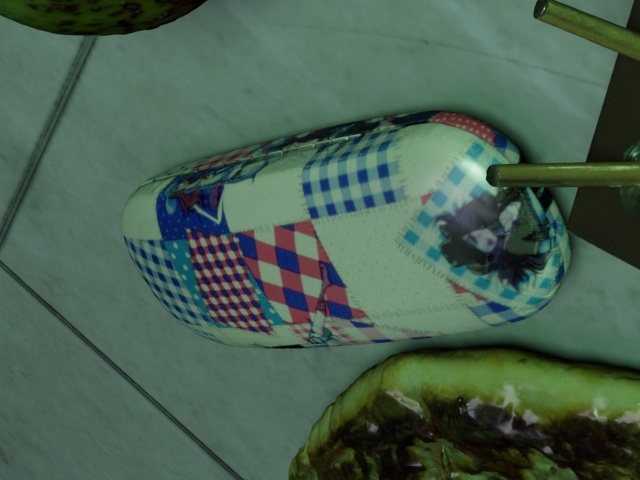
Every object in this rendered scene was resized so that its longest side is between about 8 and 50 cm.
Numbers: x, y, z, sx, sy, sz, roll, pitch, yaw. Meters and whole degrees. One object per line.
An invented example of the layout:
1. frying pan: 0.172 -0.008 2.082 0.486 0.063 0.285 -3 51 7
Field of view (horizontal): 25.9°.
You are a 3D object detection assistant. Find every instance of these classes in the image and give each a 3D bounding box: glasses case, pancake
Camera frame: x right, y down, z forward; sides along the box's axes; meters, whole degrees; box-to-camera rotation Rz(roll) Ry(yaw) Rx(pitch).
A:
1. glasses case: 0.000 0.000 0.818 0.327 0.076 0.125 -8 119 46
2. pancake: 0.157 0.169 0.876 0.305 0.067 0.427 39 144 -9

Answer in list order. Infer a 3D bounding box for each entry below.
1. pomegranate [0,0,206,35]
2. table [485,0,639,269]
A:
1. pomegranate: -0.098 -0.216 0.622 0.214 0.214 0.248 40 107 3
2. table: 0.164 -0.024 0.497 0.240 0.111 0.122 35 115 57
